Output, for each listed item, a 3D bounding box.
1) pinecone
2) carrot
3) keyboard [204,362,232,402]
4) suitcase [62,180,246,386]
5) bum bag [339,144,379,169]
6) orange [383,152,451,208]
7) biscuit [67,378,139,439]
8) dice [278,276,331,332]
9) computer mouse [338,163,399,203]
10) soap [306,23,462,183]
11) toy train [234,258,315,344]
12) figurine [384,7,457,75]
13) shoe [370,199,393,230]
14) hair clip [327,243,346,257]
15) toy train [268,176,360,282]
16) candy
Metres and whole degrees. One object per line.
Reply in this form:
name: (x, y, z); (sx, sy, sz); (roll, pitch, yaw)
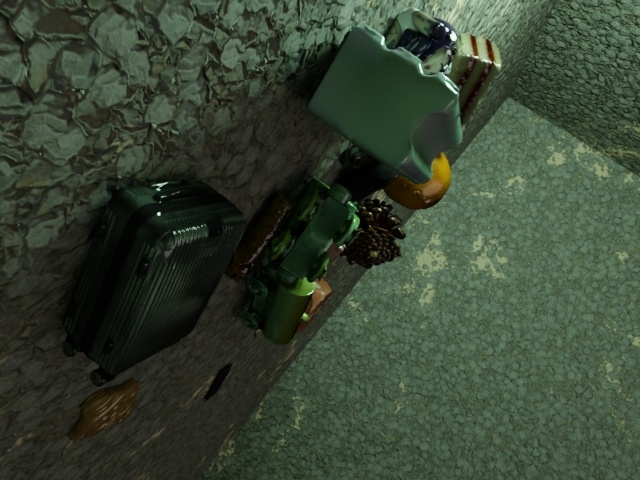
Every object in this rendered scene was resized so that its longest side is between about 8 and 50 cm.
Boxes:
pinecone: (0.184, -0.030, 1.616); (0.264, 0.264, 0.264); (-47, 165, -16)
carrot: (-0.137, -0.008, 1.010); (0.228, 0.069, 0.069); (-54, 166, 7)
keyboard: (-0.389, 0.538, 1.691); (0.074, 0.015, 0.196); (-25, 150, -53)
suitcase: (-0.251, 0.060, 0.685); (0.312, 0.128, 0.202); (-58, 165, 23)
bum bag: (0.188, -0.284, 1.244); (0.144, 0.095, 0.340); (-9, -160, 43)
orange: (0.332, -0.226, 1.573); (0.246, 0.246, 0.246); (-47, 165, -16)
biscuit: (-0.474, 0.384, 1.008); (0.162, 0.035, 0.250); (-41, 165, -21)
dice: (-0.078, 0.184, 1.453); (0.175, 0.174, 0.179); (-56, 165, 10)
computer mouse: (0.124, -0.180, 1.301); (0.264, 0.088, 0.147); (-35, -164, 32)
soap: (0.127, -0.238, 0.860); (0.156, 0.261, 0.446); (-55, 167, 14)
toy train: (-0.128, 0.183, 1.255); (0.126, 0.189, 0.307); (-35, 157, -42)
figurine: (0.229, -0.440, 0.999); (0.222, 0.145, 0.145); (-5, 133, -56)
shoe: (0.241, -0.059, 1.907); (0.109, 0.149, 0.293); (-50, 165, -12)
hair clip: (-0.007, 0.006, 1.314); (0.102, 0.138, 0.123); (-36, 167, -32)
toy train: (-0.020, -0.023, 1.102); (0.271, 0.159, 0.188); (-54, -165, 11)
candy: (0.419, -0.460, 1.392); (0.320, 0.135, 0.179); (113, -4, -50)
